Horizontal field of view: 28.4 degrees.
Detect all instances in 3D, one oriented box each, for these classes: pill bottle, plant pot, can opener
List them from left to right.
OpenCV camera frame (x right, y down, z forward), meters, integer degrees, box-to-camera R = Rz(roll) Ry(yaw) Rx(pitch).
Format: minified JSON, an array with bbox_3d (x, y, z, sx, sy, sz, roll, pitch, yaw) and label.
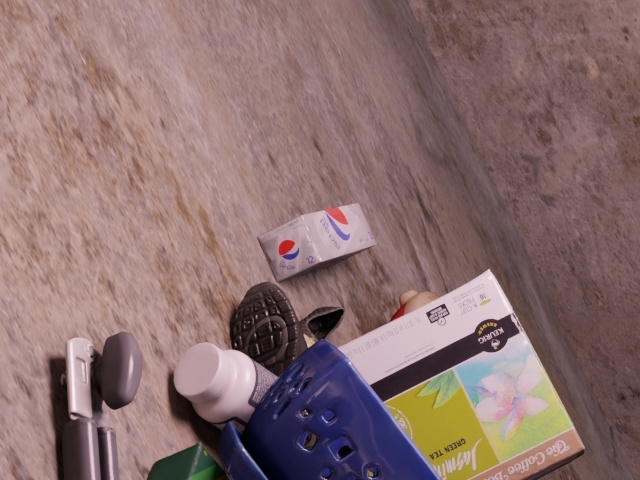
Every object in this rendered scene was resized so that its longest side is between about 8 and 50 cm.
[{"bbox_3d":[-0.260,0.234,1.490,0.074,0.093,0.280,37,40,-50],"label":"can opener"},{"bbox_3d":[-0.119,0.216,1.782,0.180,0.108,0.108,42,32,-44],"label":"pill bottle"},{"bbox_3d":[0.003,0.288,1.643,0.236,0.212,0.236,54,-7,-7],"label":"plant pot"}]

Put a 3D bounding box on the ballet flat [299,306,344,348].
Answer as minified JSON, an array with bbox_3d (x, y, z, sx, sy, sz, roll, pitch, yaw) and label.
[{"bbox_3d":[-0.003,0.149,2.180,0.057,0.049,0.173,60,23,-9],"label":"ballet flat"}]

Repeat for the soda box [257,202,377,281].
[{"bbox_3d":[0.000,0.000,2.283,0.091,0.098,0.286,66,23,4],"label":"soda box"}]

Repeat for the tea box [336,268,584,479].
[{"bbox_3d":[0.215,0.275,2.074,0.323,0.329,0.220,63,5,15],"label":"tea box"}]

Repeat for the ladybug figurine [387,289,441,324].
[{"bbox_3d":[0.236,0.308,2.392,0.305,0.162,0.449,-11,77,-66],"label":"ladybug figurine"}]

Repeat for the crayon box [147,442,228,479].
[{"bbox_3d":[-0.152,0.427,1.523,0.203,0.083,0.323,55,25,-21],"label":"crayon box"}]

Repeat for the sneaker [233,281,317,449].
[{"bbox_3d":[-0.053,0.204,1.976,0.130,0.109,0.286,7,66,-75],"label":"sneaker"}]
